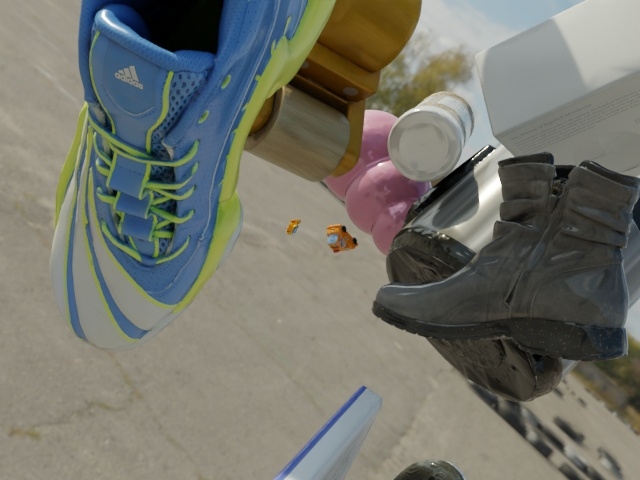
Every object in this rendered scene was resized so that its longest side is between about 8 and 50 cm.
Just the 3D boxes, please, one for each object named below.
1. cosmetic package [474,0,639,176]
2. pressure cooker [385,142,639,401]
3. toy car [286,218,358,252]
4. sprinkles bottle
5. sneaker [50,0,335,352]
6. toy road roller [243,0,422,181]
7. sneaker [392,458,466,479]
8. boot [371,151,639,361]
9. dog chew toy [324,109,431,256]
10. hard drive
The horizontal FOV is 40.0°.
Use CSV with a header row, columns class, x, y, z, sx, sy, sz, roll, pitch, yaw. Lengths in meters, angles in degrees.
class,x,y,z,sx,sy,sz,roll,pitch,yaw
cosmetic package,0.351,-0.181,1.115,0.224,0.224,0.138,30,44,-50
pressure cooker,0.368,0.018,1.503,0.376,0.420,0.370,56,-18,-21
toy car,0.000,0.000,1.497,0.122,0.041,0.060,5,-38,31
sprinkles bottle,0.206,-0.192,1.571,0.121,0.121,0.355,41,19,1
sneaker,-0.076,-0.047,0.363,0.091,0.240,0.126,28,17,9
toy road roller,0.014,-0.274,1.291,0.202,0.330,0.240,23,-25,-33
sneaker,0.210,0.525,1.466,0.257,0.448,0.169,-15,31,-43
boot,0.214,0.011,1.039,0.338,0.223,0.118,4,2,38
dog chew toy,0.129,-0.102,1.766,0.206,0.206,0.332,33,28,-55
hard drive,-0.041,0.313,0.979,0.040,0.210,0.318,31,27,15
